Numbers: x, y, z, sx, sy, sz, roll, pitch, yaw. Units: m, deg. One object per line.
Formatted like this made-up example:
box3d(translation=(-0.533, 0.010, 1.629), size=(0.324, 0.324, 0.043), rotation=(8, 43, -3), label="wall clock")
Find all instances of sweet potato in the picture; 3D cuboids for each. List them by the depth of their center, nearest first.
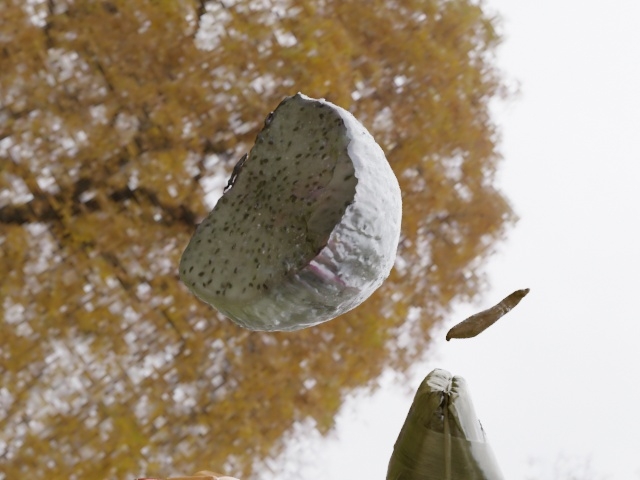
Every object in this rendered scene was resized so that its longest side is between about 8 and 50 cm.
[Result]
box3d(translation=(0.194, 0.088, 1.646), size=(0.026, 0.115, 0.026), rotation=(58, -6, 9), label="sweet potato")

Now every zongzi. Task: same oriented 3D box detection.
box3d(translation=(0.165, 0.227, 1.488), size=(0.176, 0.078, 0.160), rotation=(22, -54, 9), label="zongzi")

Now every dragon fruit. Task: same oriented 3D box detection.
box3d(translation=(0.000, 0.000, 1.713), size=(0.204, 0.283, 0.221), rotation=(33, -3, 38), label="dragon fruit")

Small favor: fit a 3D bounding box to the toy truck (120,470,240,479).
box3d(translation=(-0.224, 0.482, 2.244), size=(0.239, 0.265, 0.189), rotation=(-8, -49, 8), label="toy truck")
